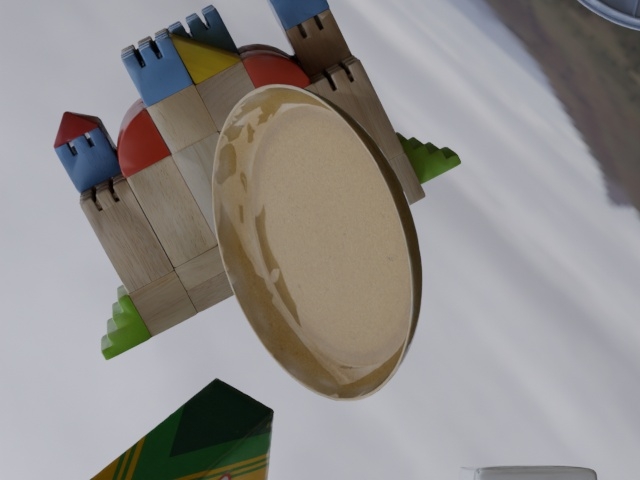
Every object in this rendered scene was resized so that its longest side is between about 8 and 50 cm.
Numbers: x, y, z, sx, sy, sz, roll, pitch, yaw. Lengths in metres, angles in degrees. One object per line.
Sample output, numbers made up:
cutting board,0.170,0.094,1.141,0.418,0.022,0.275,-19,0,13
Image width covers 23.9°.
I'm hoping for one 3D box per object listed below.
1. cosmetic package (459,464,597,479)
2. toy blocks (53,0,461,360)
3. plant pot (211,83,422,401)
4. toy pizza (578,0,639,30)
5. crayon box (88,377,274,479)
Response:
cosmetic package,0.140,0.266,1.007,0.086,0.231,0.117,0,172,0
toy blocks,-0.092,-0.097,1.409,0.261,0.381,0.191,63,179,-16
plant pot,0.000,0.000,1.099,0.032,0.236,0.236,-17,-129,-34
toy pizza,0.243,-0.247,1.092,0.201,0.201,0.032,41,172,-4
crayon box,-0.172,0.297,1.423,0.081,0.202,0.318,27,-138,25
